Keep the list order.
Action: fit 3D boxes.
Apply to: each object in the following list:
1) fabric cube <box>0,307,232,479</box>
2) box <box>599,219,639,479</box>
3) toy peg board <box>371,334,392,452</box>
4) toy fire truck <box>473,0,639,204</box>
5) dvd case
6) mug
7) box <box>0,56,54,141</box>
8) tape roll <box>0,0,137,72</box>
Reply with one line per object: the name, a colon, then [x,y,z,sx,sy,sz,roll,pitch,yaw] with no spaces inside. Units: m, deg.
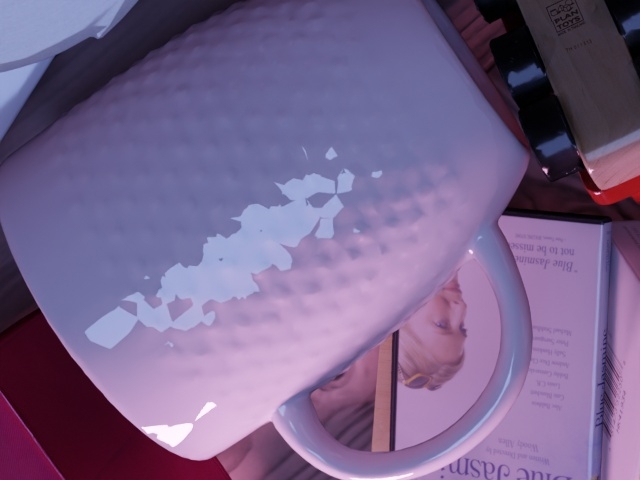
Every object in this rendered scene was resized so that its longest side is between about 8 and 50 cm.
fabric cube: [-0.245,0.224,1.366,0.254,0.258,0.259,-34,95,14]
box: [0.389,0.112,1.335,0.345,0.168,0.215,-1,116,-9]
toy peg board: [0.133,0.115,1.429,0.161,0.079,0.161,6,99,14]
toy fire truck: [0.233,-0.124,1.282,0.158,0.217,0.246,-25,153,13]
dvd case: [0.137,0.099,1.347,0.180,0.022,0.253,6,99,30]
mug: [0.000,0.000,1.253,0.328,0.276,0.374,-34,80,12]
box: [-0.375,-0.091,1.317,0.232,0.058,0.322,31,95,-17]
tape roll: [-0.268,-0.307,1.211,0.391,0.072,0.392,-3,106,-10]
